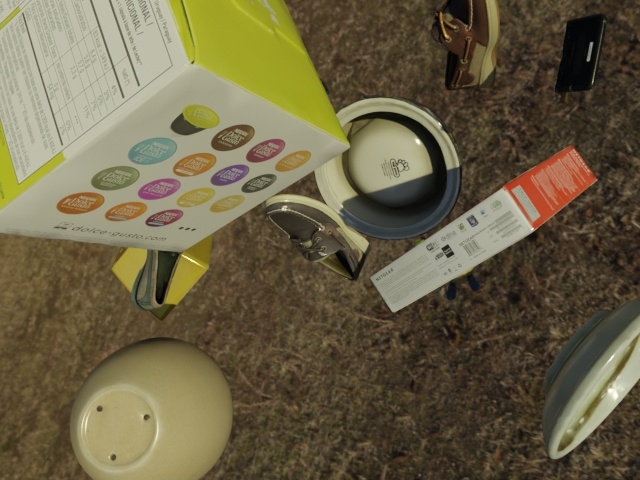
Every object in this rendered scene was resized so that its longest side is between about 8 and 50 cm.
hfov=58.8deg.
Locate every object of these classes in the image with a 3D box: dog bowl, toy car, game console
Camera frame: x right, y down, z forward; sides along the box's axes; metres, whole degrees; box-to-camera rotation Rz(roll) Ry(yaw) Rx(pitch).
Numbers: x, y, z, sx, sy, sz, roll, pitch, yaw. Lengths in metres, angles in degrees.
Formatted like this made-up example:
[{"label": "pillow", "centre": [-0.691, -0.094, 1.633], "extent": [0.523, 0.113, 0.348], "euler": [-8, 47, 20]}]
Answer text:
[{"label": "dog bowl", "centre": [0.194, -0.211, 1.569], "extent": [0.408, 0.408, 0.150], "euler": [-42, 5, 35]}, {"label": "toy car", "centre": [0.381, 0.071, 1.619], "extent": [0.155, 0.149, 0.188], "euler": [-27, 60, 32]}, {"label": "game console", "centre": [0.446, -0.308, 0.965], "extent": [0.107, 0.071, 0.122], "euler": [18, 102, 61]}]

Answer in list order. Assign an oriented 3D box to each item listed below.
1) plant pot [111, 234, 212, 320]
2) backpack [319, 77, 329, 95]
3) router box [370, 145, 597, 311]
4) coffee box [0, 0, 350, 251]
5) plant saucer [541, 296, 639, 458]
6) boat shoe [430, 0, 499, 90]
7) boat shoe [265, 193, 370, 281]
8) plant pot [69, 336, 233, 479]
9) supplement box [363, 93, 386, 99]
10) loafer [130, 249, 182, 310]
[{"label": "plant pot", "centre": [-0.435, 0.047, 1.539], "extent": [0.212, 0.187, 0.212], "euler": [-47, 23, 14]}, {"label": "backpack", "centre": [-0.036, -0.488, 1.831], "extent": [0.101, 0.120, 0.098], "euler": [-45, -5, 30]}, {"label": "router box", "centre": [0.296, -0.019, 1.044], "extent": [0.082, 0.301, 0.335], "euler": [57, 135, 7]}, {"label": "coffee box", "centre": [-0.222, -0.215, 0.728], "extent": [0.334, 0.338, 0.338], "euler": [-29, 73, 22]}, {"label": "plant saucer", "centre": [0.549, 0.249, 1.124], "extent": [0.100, 0.400, 0.400], "euler": [39, 104, 36]}, {"label": "boat shoe", "centre": [0.283, -0.423, 1.137], "extent": [0.123, 0.342, 0.123], "euler": [-10, 65, 10]}, {"label": "boat shoe", "centre": [0.000, 0.000, 1.124], "extent": [0.103, 0.285, 0.092], "euler": [-12, 59, 35]}, {"label": "plant pot", "centre": [-0.310, 0.309, 0.976], "extent": [0.191, 0.284, 0.284], "euler": [68, -138, -79]}, {"label": "supplement box", "centre": [0.198, -0.481, 2.061], "extent": [0.083, 0.056, 0.083], "euler": [-136, 40, -57]}, {"label": "loafer", "centre": [-0.356, 0.035, 1.316], "extent": [0.084, 0.096, 0.267], "euler": [-2, 70, 43]}]
